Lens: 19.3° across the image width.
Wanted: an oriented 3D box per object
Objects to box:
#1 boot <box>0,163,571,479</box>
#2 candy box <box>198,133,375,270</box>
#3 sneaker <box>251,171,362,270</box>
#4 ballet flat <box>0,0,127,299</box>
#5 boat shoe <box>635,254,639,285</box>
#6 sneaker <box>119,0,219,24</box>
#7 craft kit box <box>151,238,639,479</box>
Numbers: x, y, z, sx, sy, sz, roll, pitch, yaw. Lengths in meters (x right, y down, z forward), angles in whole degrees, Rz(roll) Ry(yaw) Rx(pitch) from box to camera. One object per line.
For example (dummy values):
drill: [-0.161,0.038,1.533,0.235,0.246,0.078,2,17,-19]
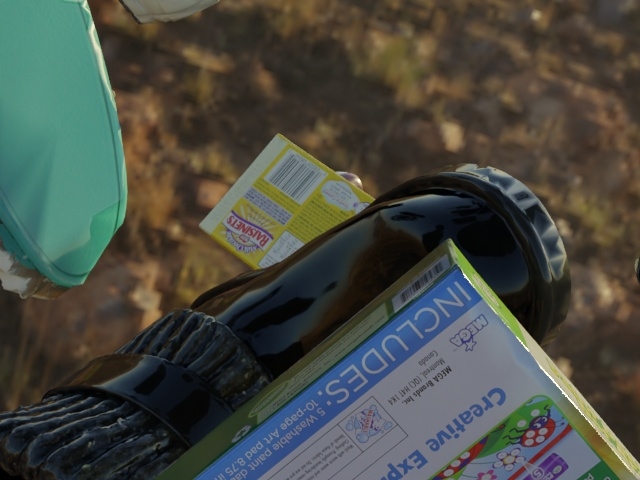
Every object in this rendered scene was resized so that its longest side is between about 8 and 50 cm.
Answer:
boot: [-0.042,0.087,1.089,0.260,0.348,0.131,-27,90,-44]
candy box: [0.000,0.000,1.515,0.206,0.105,0.027,36,-5,38]
sneaker: [0.008,-0.006,2.017,0.084,0.069,0.185,11,44,36]
ballet flat: [-0.211,-0.164,0.914,0.147,0.409,0.147,-13,24,6]
boat shoe: [0.300,0.015,1.614,0.079,0.233,0.084,-31,77,-9]
sneaker: [-0.108,-0.282,1.368,0.110,0.107,0.275,-15,67,9]
craft kit box: [0.043,0.170,0.861,0.247,0.250,0.061,50,8,-11]
